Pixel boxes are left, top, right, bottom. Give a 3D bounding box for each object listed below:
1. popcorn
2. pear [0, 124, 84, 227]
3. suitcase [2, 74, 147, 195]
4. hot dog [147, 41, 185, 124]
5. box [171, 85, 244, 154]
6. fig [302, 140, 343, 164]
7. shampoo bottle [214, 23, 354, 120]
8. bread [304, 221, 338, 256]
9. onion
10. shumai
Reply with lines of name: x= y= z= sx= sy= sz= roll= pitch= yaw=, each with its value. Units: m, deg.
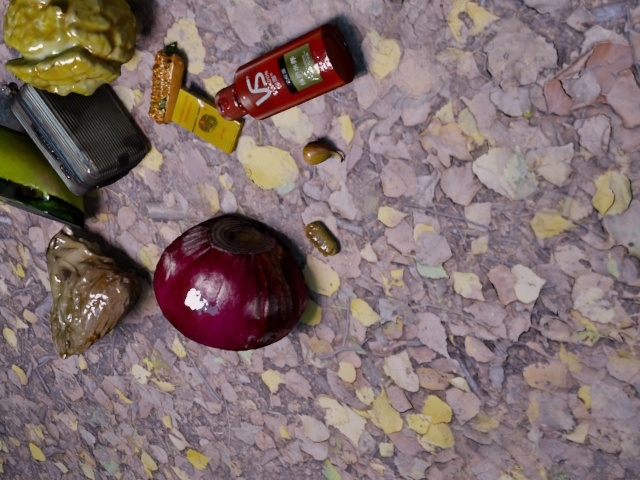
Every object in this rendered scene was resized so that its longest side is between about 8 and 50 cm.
popcorn: x=-0.512 y=-0.431 z=1.705 sx=0.282 sy=0.247 sz=0.282 roll=-1 pitch=88 yaw=30
pear: x=-0.746 y=-0.176 z=2.010 sx=0.398 sy=0.399 sz=0.165 roll=16 pitch=82 yaw=27
suitcase: x=-0.555 y=-0.267 z=1.867 sx=0.128 sy=0.202 sz=0.312 roll=-32 pitch=93 yaw=41
hot dog: x=-0.336 y=-0.335 z=1.776 sx=0.072 sy=0.055 sz=0.188 roll=29 pitch=129 yaw=20
box: x=-0.244 y=-0.259 z=1.763 sx=0.155 sy=0.023 sz=0.087 roll=31 pitch=124 yaw=8
fig: x=0.005 y=-0.173 z=1.640 sx=0.083 sy=0.050 sz=0.050 roll=10 pitch=121 yaw=7
shampoo bottle: x=-0.079 y=-0.313 z=1.596 sx=0.314 sy=0.076 sz=0.118 roll=-15 pitch=108 yaw=39
bread: x=0.000 y=0.000 z=1.742 sx=0.088 sy=0.033 sz=0.049 roll=51 pitch=137 yaw=0
onion: x=-0.212 y=0.107 z=1.806 sx=0.336 sy=0.260 sz=0.282 roll=37 pitch=125 yaw=14
shumai: x=-0.632 y=0.124 z=2.106 sx=0.346 sy=0.217 sz=0.283 roll=-30 pitch=102 yaw=42
